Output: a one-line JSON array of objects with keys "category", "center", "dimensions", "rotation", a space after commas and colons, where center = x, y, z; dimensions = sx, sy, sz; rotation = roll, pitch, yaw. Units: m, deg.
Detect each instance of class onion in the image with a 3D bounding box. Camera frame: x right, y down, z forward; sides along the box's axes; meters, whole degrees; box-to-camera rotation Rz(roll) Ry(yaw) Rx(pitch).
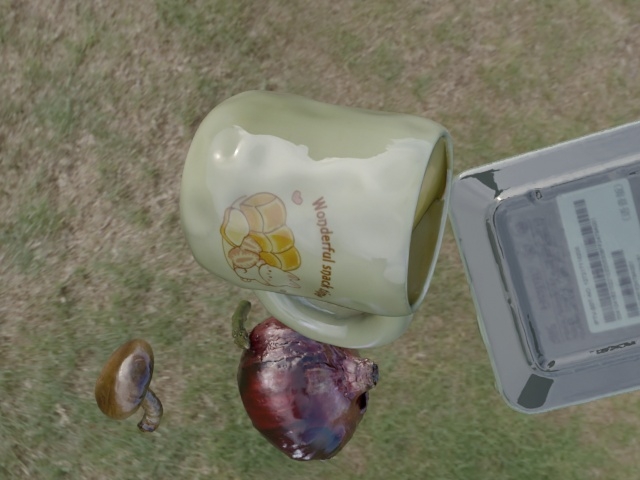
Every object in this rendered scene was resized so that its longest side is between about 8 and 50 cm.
[{"category": "onion", "center": [-0.010, 0.218, 1.551], "dimensions": [0.252, 0.219, 0.252], "rotation": [21, 63, -52]}]

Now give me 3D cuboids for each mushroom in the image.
[{"category": "mushroom", "center": [-0.219, 0.177, 1.127], "dimensions": [0.072, 0.088, 0.130], "rotation": [-15, 123, -19]}]

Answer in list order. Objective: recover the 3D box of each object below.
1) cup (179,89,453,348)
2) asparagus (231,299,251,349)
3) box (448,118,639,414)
[{"category": "cup", "center": [0.005, -0.019, 0.885], "dimensions": [0.202, 0.255, 0.173], "rotation": [11, 71, 16]}, {"category": "asparagus", "center": [-0.125, 0.131, 1.569], "dimensions": [0.034, 0.236, 0.027], "rotation": [14, 101, -6]}, {"category": "box", "center": [0.394, 0.036, 1.414], "dimensions": [0.373, 0.090, 0.367], "rotation": [-17, 88, 10]}]
